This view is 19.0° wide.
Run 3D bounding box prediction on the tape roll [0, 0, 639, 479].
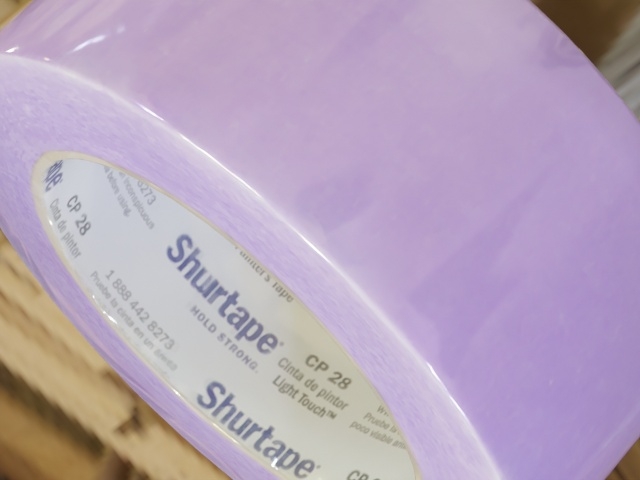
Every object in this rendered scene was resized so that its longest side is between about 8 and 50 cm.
[{"bbox_3d":[0.000,0.000,0.490,0.189,0.080,0.189,35,157,18],"label":"tape roll"}]
